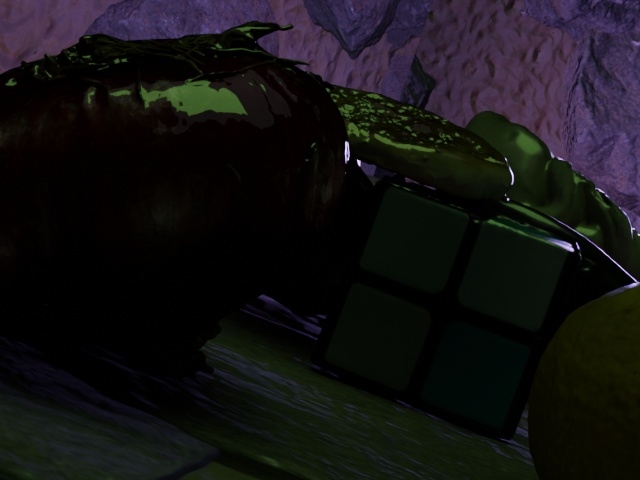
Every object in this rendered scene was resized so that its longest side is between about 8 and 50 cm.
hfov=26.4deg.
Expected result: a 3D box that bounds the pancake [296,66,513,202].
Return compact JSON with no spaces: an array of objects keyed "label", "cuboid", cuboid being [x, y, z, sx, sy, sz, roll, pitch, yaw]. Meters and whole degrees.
[{"label":"pancake","cuboid":[0.046,-0.104,1.239,0.282,0.049,0.282,21,14,-5]}]

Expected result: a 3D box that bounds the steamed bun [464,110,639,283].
[{"label":"steamed bun","cuboid":[0.265,0.016,1.750,0.310,0.219,0.324,44,-3,41]}]

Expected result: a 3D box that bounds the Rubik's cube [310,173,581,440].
[{"label":"Rubik's cube","cuboid":[0.111,0.050,1.167,0.180,0.167,0.183,21,7,5]}]

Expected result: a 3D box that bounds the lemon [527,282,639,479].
[{"label":"lemon","cuboid":[0.230,0.117,0.854,0.188,0.188,0.256,15,4,-30]}]

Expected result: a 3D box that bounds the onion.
[{"label":"onion","cuboid":[-0.132,-0.019,0.905,0.313,0.232,0.314,-6,4,0]}]

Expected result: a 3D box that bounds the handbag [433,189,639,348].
[{"label":"handbag","cuboid":[0.211,0.054,1.382,0.308,0.093,0.253,36,-16,-33]}]

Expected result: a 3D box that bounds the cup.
[{"label":"cup","cuboid":[0.000,0.000,1.349,0.199,0.199,0.150,11,27,-50]}]
